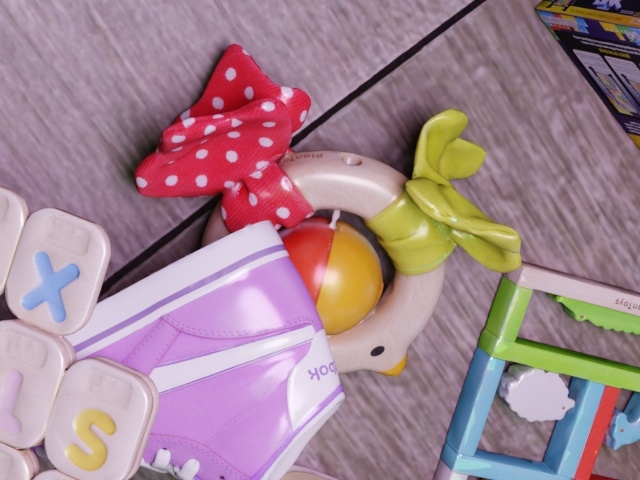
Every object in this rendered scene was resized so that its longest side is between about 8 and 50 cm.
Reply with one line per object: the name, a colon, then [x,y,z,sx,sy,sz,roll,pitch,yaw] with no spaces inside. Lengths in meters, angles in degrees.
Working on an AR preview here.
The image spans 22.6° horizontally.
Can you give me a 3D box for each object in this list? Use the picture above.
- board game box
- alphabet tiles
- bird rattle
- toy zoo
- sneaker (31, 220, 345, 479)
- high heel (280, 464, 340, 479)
board game box: [0.233,-0.110,1.063,0.048,0.170,0.141,-44,112,-5]
alphabet tiles: [-0.237,0.096,0.956,0.284,0.021,0.278,22,98,17]
bird rattle: [0.000,0.000,1.047,0.253,0.143,0.207,7,118,-16]
toy zoo: [0.180,0.174,1.192,0.192,0.030,0.293,14,99,-20]
sneaker: [-0.119,0.120,0.986,0.282,0.102,0.161,-27,87,18]
high heel: [-0.069,0.242,1.127,0.261,0.093,0.186,7,136,-40]
